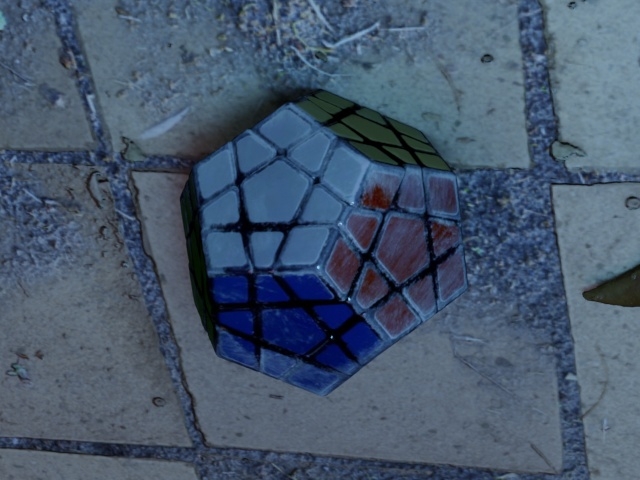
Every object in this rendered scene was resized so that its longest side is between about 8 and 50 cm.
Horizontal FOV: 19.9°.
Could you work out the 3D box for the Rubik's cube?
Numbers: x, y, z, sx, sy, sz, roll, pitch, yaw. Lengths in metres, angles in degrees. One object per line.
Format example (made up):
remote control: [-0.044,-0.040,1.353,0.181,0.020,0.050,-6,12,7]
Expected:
Rubik's cube: [0.000,0.000,1.884,0.319,0.264,0.319,9,135,9]

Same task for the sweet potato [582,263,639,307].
sweet potato: [0.376,0.040,1.959,0.206,0.060,0.068,-18,88,32]
